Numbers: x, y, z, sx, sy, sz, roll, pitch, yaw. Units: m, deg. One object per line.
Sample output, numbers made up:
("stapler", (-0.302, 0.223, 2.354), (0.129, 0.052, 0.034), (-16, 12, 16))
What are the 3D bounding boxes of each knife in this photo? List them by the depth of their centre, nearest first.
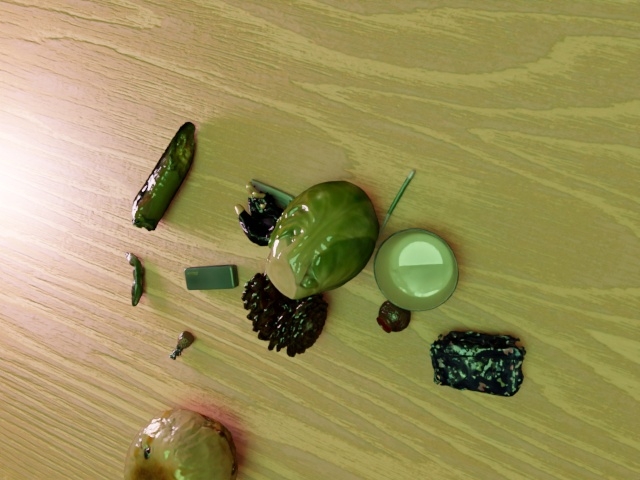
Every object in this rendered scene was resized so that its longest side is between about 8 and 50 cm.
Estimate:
("knife", (-0.151, -0.146, 1.834), (0.162, 0.023, 0.044), (24, 114, 15))

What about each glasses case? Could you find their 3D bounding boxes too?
("glasses case", (-0.365, 0.124, 1.950), (0.184, 0.039, 0.078), (-4, 98, 21))

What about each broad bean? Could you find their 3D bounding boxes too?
("broad bean", (-0.649, 0.134, 2.054), (0.061, 0.046, 0.195), (-9, 91, 33))

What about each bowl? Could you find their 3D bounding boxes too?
("bowl", (0.279, 0.074, 1.655), (0.238, 0.126, 0.238), (3, 100, 20))

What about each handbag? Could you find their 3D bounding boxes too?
("handbag", (0.443, 0.340, 1.649), (0.260, 0.113, 0.162), (2, 106, 19))

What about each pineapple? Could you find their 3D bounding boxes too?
("pineapple", (-0.492, 0.369, 2.034), (0.058, 0.058, 0.124), (48, 116, 7))

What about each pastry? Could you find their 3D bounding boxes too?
("pastry", (-0.447, 0.748, 1.943), (0.388, 0.312, 0.388), (2, 94, 30))

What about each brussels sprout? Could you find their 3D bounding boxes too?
("brussels sprout", (0.001, 0.004, 1.643), (0.281, 0.355, 0.289), (51, 151, -8))

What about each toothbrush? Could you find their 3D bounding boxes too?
("toothbrush", (0.211, -0.096, 1.710), (0.024, 0.018, 0.257), (35, 110, 18))

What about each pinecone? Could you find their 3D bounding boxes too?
("pinecone", (-0.116, 0.205, 1.786), (0.292, 0.246, 0.246), (40, 111, 31))

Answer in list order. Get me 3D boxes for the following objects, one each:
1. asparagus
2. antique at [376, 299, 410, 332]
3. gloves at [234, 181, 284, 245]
("asparagus", (-0.503, -0.206, 1.906), (0.108, 0.128, 0.382), (27, 110, -24))
("antique", (0.219, 0.221, 1.720), (0.104, 0.104, 0.104), (4, 100, 20))
("gloves", (-0.181, -0.086, 1.805), (0.164, 0.124, 0.203), (-15, 81, 12))
